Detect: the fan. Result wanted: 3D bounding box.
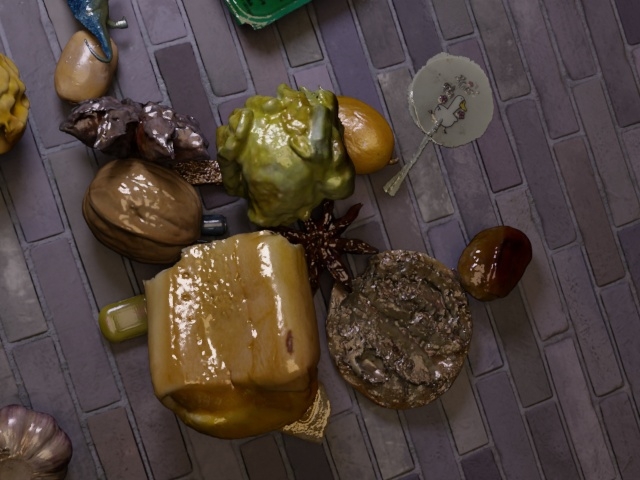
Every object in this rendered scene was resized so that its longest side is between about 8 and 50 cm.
[{"bbox_3d":[0.286,-0.280,1.836,0.233,0.012,0.415,34,81,-8],"label":"fan"}]

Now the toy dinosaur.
[{"bbox_3d":[-0.499,-0.513,1.612,0.147,0.076,0.363,-22,62,-27],"label":"toy dinosaur"}]

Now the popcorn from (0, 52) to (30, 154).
[{"bbox_3d":[-0.758,-0.309,1.486,0.349,0.349,0.382,18,59,-10],"label":"popcorn"}]

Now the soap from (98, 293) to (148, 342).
[{"bbox_3d":[-0.425,0.174,1.654,0.140,0.045,0.089,-18,88,-11],"label":"soap"}]

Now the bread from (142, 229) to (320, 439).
[{"bbox_3d":[-0.173,0.216,1.555,0.361,0.250,0.394,-15,66,8],"label":"bread"}]

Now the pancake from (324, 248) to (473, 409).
[{"bbox_3d":[0.191,0.202,1.767,0.382,0.071,0.382,1,86,-9],"label":"pancake"}]

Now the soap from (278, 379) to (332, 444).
[{"bbox_3d":[-0.088,0.367,1.701,0.232,0.073,0.140,21,83,-10],"label":"soap"}]

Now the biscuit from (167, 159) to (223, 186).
[{"bbox_3d":[-0.252,-0.158,1.709,0.199,0.034,0.064,-2,88,-11],"label":"biscuit"}]

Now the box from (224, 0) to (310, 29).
[{"bbox_3d":[-0.105,-0.656,1.725,0.336,0.106,0.264,-32,95,-12],"label":"box"}]

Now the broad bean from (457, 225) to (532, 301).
[{"bbox_3d":[0.419,0.056,1.782,0.228,0.122,0.156,-42,105,-26],"label":"broad bean"}]

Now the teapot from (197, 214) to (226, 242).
[{"bbox_3d":[-0.259,-0.031,1.702,0.083,0.063,0.049,-1,56,-9],"label":"teapot"}]

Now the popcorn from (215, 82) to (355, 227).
[{"bbox_3d":[-0.083,-0.184,1.592,0.312,0.312,0.312,1,87,-12],"label":"popcorn"}]

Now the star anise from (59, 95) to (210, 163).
[{"bbox_3d":[-0.380,-0.236,1.553,0.331,0.332,0.118,16,107,-11],"label":"star anise"}]

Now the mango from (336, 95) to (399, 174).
[{"bbox_3d":[0.041,-0.254,1.733,0.316,0.119,0.177,19,95,0],"label":"mango"}]

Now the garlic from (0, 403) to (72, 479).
[{"bbox_3d":[-0.649,0.454,1.547,0.244,0.160,0.245,-7,108,-22],"label":"garlic"}]

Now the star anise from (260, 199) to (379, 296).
[{"bbox_3d":[0.000,-0.001,1.721,0.288,0.088,0.288,1,78,-6],"label":"star anise"}]

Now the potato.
[{"bbox_3d":[-0.515,-0.381,1.627,0.118,0.109,0.178,22,83,4],"label":"potato"}]

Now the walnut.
[{"bbox_3d":[-0.379,-0.062,1.589,0.261,0.225,0.225,25,83,-7],"label":"walnut"}]
